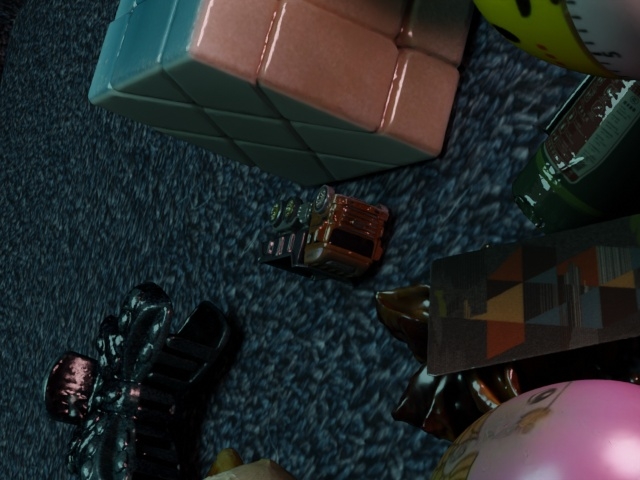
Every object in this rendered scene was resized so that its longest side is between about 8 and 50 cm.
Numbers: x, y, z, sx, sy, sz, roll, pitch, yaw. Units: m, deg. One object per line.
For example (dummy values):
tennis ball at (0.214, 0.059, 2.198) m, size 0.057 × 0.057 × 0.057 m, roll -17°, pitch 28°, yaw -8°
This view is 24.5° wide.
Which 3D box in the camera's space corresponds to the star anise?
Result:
star anise at (0.144, 0.097, 1.225) m, size 0.220 × 0.190 × 0.126 m, roll -109°, pitch 4°, yaw -53°

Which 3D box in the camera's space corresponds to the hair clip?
hair clip at (-0.241, 0.212, 1.920) m, size 0.206 × 0.194 × 0.310 m, roll -5°, pitch 66°, yaw 57°

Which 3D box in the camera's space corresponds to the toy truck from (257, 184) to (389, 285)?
toy truck at (0.000, 0.000, 1.681) m, size 0.192 × 0.083 × 0.092 m, roll -14°, pitch 59°, yaw 63°

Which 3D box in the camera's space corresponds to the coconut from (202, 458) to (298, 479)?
coconut at (-0.072, 0.307, 1.517) m, size 0.161 × 0.161 × 0.162 m, roll -26°, pitch 48°, yaw 58°

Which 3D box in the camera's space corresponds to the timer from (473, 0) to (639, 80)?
timer at (0.182, -0.251, 1.057) m, size 0.285 × 0.285 × 0.285 m, roll -46°, pitch 34°, yaw 44°

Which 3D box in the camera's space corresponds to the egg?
egg at (0.171, 0.201, 1.032) m, size 0.271 × 0.196 × 0.196 m, roll -48°, pitch 32°, yaw 49°

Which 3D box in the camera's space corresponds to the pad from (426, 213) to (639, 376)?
pad at (0.186, 0.039, 1.165) m, size 0.211 × 0.003 × 0.143 m, roll -14°, pitch 37°, yaw 17°

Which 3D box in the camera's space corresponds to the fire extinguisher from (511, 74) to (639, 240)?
fire extinguisher at (0.269, -0.126, 1.187) m, size 0.294 × 0.093 × 0.118 m, roll -55°, pitch 32°, yaw 31°

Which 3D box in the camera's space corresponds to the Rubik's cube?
Rubik's cube at (-0.034, -0.266, 1.665) m, size 0.322 × 0.319 × 0.316 m, roll -8°, pitch 64°, yaw 63°

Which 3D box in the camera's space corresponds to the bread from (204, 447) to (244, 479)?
bread at (-0.112, 0.309, 1.722) m, size 0.154 × 0.054 × 0.136 m, roll -25°, pitch 51°, yaw 51°
